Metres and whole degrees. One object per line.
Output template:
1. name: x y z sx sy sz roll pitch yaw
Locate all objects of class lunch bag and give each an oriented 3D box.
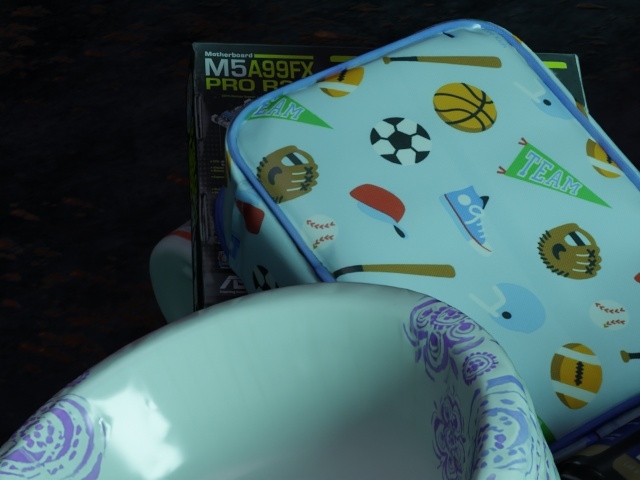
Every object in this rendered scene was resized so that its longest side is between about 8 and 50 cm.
1. lunch bag: 0.096 0.018 1.005 0.243 0.115 0.303 -23 62 -25

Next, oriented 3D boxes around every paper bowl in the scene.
1. paper bowl: -0.022 0.161 0.786 0.284 0.148 0.284 -16 33 11

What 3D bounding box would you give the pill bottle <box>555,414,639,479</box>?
1. pill bottle: 0.233 0.120 0.888 0.219 0.123 0.123 -27 31 -18

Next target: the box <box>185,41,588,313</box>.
1. box: 0.050 -0.028 1.133 0.270 0.060 0.216 0 55 -9

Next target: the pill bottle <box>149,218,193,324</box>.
1. pill bottle: 0.000 0.000 1.218 0.221 0.124 0.124 -33 33 -27
